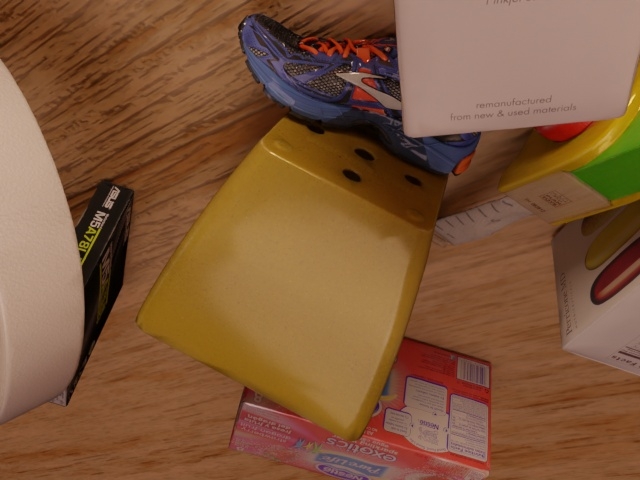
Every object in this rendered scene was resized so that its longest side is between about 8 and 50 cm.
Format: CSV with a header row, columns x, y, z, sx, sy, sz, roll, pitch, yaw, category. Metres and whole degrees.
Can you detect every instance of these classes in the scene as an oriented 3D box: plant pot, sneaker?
x,y,z,sx,sy,sz,roll,pitch,yaw,category
0.000,0.000,0.576,0.212,0.212,0.187,28,123,1,plant pot
0.040,-0.135,0.533,0.221,0.083,0.087,19,125,-14,sneaker

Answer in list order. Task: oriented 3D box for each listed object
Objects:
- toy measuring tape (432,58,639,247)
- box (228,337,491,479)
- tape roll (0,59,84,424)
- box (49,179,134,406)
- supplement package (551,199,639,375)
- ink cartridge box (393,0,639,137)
x,y,z,sx,sy,sz,roll,pitch,yaw,category
0.195,-0.076,0.552,0.121,0.122,0.330,29,159,-16,toy measuring tape
0.051,0.212,0.839,0.299,0.154,0.142,16,138,-4,box
-0.355,-0.015,0.604,0.391,0.072,0.392,17,117,36,tape roll
-0.264,0.061,0.738,0.045,0.184,0.191,20,137,-5,box
0.319,-0.002,0.543,0.133,0.139,0.244,19,138,-8,supplement package
0.079,-0.245,0.273,0.119,0.207,0.354,-2,139,9,ink cartridge box
